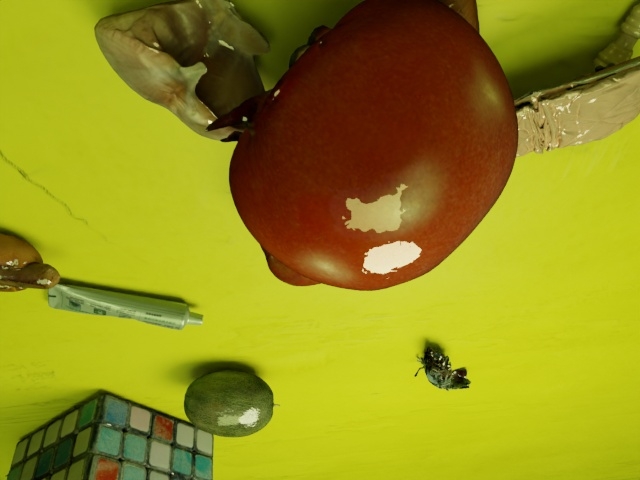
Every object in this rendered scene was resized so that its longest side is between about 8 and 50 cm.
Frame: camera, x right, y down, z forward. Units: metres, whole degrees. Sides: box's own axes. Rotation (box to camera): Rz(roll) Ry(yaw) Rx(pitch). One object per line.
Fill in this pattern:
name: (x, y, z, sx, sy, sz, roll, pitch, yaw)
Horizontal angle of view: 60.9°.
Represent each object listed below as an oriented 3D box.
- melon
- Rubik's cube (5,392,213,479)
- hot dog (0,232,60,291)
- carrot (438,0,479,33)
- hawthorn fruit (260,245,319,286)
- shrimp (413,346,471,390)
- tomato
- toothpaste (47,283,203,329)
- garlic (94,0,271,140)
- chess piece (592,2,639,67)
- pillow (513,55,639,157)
melon: (-0.154, 0.284, 0.953, 0.168, 0.114, 0.114, 6, 135, -12)
Rubik's cube: (-0.398, 0.500, 1.017, 0.293, 0.291, 0.287, -33, 132, 22)
hot dog: (-0.406, 0.033, 0.687, 0.140, 0.060, 0.090, 13, 137, -26)
carrot: (0.133, -0.191, 0.543, 0.061, 0.061, 0.209, -20, 141, 12)
hawthorn fruit: (-0.009, -0.008, 0.670, 0.140, 0.125, 0.125, -23, 147, -35)
shrimp: (0.221, 0.251, 1.003, 0.076, 0.082, 0.174, -31, 140, 16)
tomato: (0.044, -0.079, 0.480, 0.224, 0.256, 0.256, 43, 124, 1)
toothpaste: (-0.280, 0.098, 0.794, 0.218, 0.041, 0.064, 12, 139, -16)
garlic: (-0.118, -0.155, 0.511, 0.124, 0.099, 0.174, -10, 143, 34)
chess piece: (0.323, -0.217, 0.557, 0.035, 0.035, 0.092, 8, 131, -17)
pillow: (0.240, -0.129, 0.598, 0.233, 0.043, 0.126, -16, 156, 17)
